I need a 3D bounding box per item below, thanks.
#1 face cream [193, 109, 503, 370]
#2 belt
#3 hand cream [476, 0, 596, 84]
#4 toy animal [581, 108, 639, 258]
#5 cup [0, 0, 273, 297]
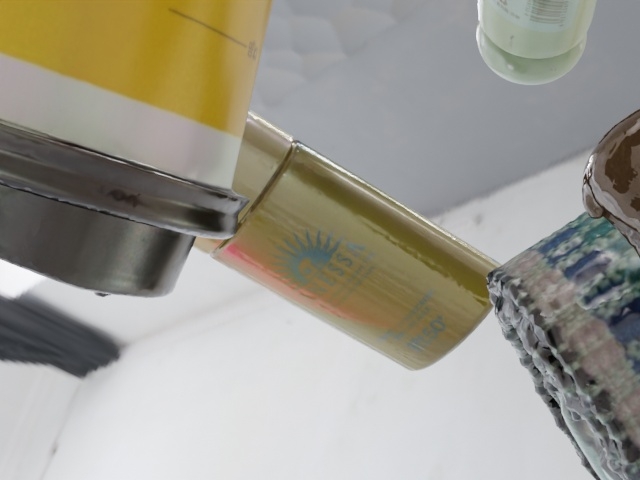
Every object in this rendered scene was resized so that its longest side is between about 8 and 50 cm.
[{"bbox_3d":[0.000,0.000,0.914,0.139,0.285,0.067,-49,-162,35],"label":"face cream"},{"bbox_3d":[0.221,0.087,0.621,0.161,0.295,0.206,-35,-139,2],"label":"belt"},{"bbox_3d":[0.166,-0.231,0.844,0.093,0.306,0.147,-33,-114,-9],"label":"hand cream"},{"bbox_3d":[0.198,-0.072,0.456,0.214,0.094,0.186,-31,-114,21],"label":"toy animal"},{"bbox_3d":[-0.092,-0.128,0.421,0.196,0.196,0.279,25,-82,65],"label":"cup"}]
